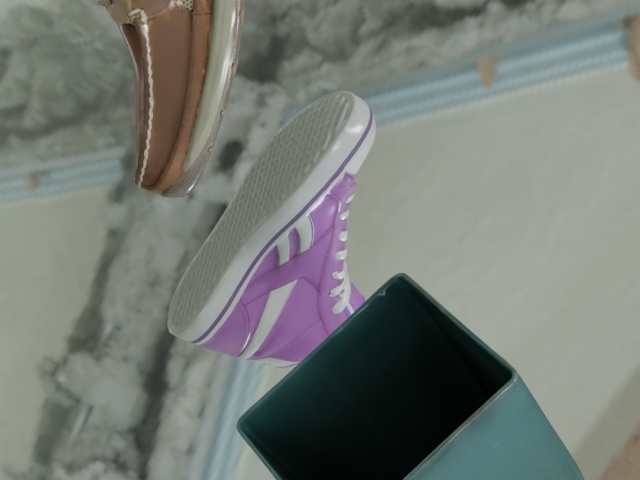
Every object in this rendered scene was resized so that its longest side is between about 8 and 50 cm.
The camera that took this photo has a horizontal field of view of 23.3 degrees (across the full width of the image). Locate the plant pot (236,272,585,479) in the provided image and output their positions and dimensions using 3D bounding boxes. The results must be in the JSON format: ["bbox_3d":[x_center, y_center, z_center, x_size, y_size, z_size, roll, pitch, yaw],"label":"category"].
[{"bbox_3d":[0.094,0.181,1.116,0.165,0.234,0.166,-43,-145,-3],"label":"plant pot"}]

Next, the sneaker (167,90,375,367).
[{"bbox_3d":[0.000,0.000,1.380,0.282,0.161,0.102,-52,-153,29],"label":"sneaker"}]

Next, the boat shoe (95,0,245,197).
[{"bbox_3d":[-0.106,-0.191,1.000,0.123,0.116,0.324,-149,-116,-82],"label":"boat shoe"}]
